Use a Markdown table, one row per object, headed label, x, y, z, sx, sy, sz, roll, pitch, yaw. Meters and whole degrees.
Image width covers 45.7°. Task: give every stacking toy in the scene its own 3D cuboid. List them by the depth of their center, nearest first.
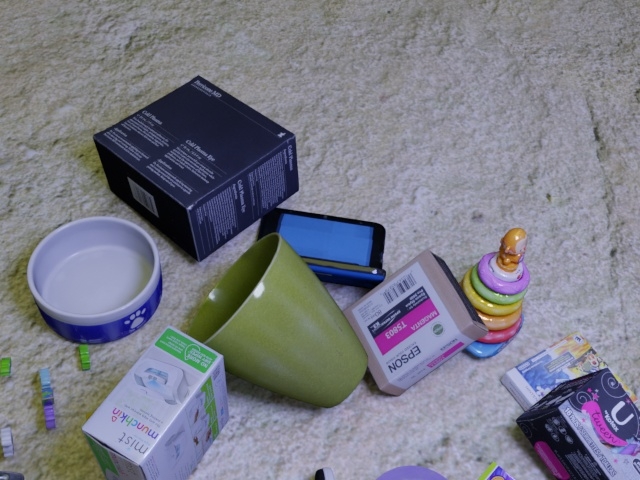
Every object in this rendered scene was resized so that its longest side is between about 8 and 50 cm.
| label | x | y | z | sx | sy | sz | roll | pitch | yaw |
| --- | --- | --- | --- | --- | --- | --- | --- | --- | --- |
| stacking toy | -0.522 | 0.303 | 1.457 | 0.167 | 0.052 | 0.221 | -5 | 46 | -20 |
| stacking toy | 0.360 | 0.082 | 1.540 | 0.166 | 0.302 | 0.175 | 40 | 53 | 23 |

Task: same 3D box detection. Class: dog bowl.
| label | x | y | z | sx | sy | sz | roll | pitch | yaw |
| --- | --- | --- | --- | --- | --- | --- | --- | --- | --- |
| dog bowl | -0.466 | 0.080 | 1.590 | 0.265 | 0.104 | 0.265 | 2 | 51 | -3 |

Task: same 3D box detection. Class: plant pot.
| label | x | y | z | sx | sy | sz | roll | pitch | yaw |
| --- | --- | --- | --- | --- | --- | --- | --- | --- | --- |
| plant pot | -0.059 | 0.182 | 1.448 | 0.293 | 0.275 | 0.275 | 41 | 54 | -16 |

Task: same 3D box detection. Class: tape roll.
| label | x | y | z | sx | sy | sz | roll | pitch | yaw |
| --- | --- | --- | --- | --- | --- | --- | --- | --- | --- |
| tape roll | 0.162 | 0.504 | 1.348 | 0.189 | 0.080 | 0.189 | 3 | 52 | -4 |

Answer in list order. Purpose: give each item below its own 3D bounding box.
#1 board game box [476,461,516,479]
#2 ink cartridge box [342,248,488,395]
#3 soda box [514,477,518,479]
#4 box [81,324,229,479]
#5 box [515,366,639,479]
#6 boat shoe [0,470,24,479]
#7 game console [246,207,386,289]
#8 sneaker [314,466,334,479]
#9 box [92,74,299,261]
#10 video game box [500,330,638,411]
| label | x | y | z | sx | sy | sz | roll | pitch | yaw |
| --- | --- | --- | --- | --- | --- | --- | --- | --- | --- |
| board game box | 0.257 | 0.560 | 1.200 | 0.233 | 0.078 | 0.347 | 38 | 60 | 23 |
| ink cartridge box | 0.184 | 0.165 | 1.524 | 0.234 | 0.088 | 0.193 | -39 | 55 | 15 |
| soda box | 0.312 | 0.564 | 1.307 | 0.098 | 0.091 | 0.286 | 28 | 56 | 15 |
| box | -0.274 | 0.323 | 1.333 | 0.127 | 0.262 | 0.231 | 27 | 57 | 16 |
| box | 0.510 | 0.379 | 1.378 | 0.142 | 0.163 | 0.247 | -31 | 80 | -24 |
| boat shoe | -0.681 | 0.448 | 1.310 | 0.335 | 0.121 | 0.119 | 8 | 44 | -13 |
| game console | 0.000 | 0.000 | 1.663 | 0.293 | 0.250 | 0.173 | 8 | 79 | 1 |
| sneaker | -0.035 | 0.503 | 1.331 | 0.121 | 0.079 | 0.217 | 3 | 54 | -4 |
| box | -0.276 | -0.174 | 1.735 | 0.343 | 0.179 | 0.312 | 36 | 59 | 29 |
| video game box | 0.506 | 0.305 | 1.548 | 0.205 | 0.048 | 0.187 | -25 | 62 | -21 |
